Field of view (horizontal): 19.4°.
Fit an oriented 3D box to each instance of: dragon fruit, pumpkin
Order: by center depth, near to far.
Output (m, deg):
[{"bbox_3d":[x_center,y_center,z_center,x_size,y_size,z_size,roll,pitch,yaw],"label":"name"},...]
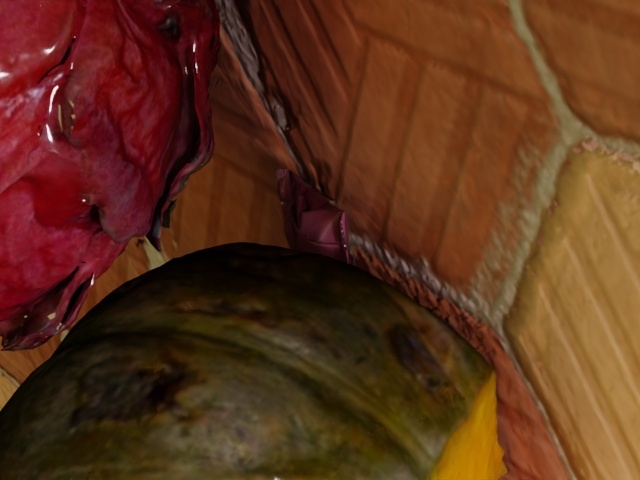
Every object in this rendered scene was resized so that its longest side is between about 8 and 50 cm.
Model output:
[{"bbox_3d":[-0.193,-0.103,0.901,0.329,0.329,0.329,44,149,36],"label":"dragon fruit"},{"bbox_3d":[-0.057,0.157,0.946,0.256,0.225,0.303,18,129,26],"label":"pumpkin"}]

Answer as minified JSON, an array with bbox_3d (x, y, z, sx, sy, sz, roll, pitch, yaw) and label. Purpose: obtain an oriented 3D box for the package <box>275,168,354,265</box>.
[{"bbox_3d":[0.000,0.000,0.960,0.083,0.029,0.059,39,143,57],"label":"package"}]
